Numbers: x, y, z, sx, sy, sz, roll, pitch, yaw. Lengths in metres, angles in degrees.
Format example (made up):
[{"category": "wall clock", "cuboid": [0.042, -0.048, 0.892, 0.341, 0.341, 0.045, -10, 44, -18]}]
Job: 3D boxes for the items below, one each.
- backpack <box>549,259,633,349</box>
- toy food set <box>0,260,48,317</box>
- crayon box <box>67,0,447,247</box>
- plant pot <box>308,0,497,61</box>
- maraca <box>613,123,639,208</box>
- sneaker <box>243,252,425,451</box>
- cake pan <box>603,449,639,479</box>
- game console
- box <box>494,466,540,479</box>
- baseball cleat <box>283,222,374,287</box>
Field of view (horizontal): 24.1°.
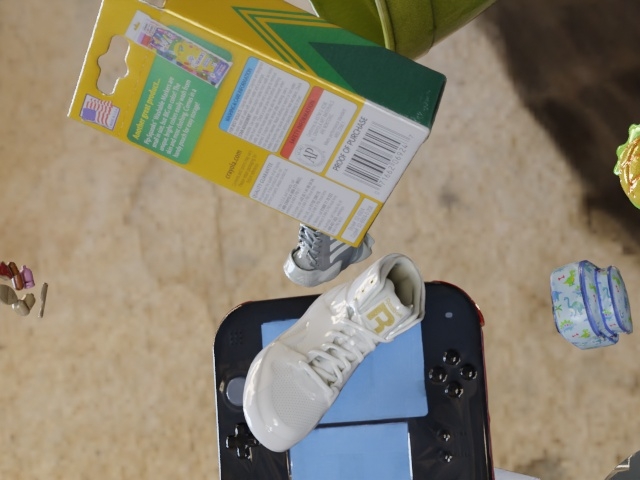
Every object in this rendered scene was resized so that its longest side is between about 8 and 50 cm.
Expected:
[{"category": "backpack", "cuboid": [0.329, 0.074, 1.827, 0.084, 0.105, 0.114, -16, 162, 26]}, {"category": "toy food set", "cuboid": [-0.443, 0.066, 2.172, 0.019, 0.078, 0.122, -8, 152, 26]}, {"category": "crayon box", "cuboid": [-0.065, -0.139, 1.455, 0.323, 0.203, 0.083, 24, -128, -5]}, {"category": "plant pot", "cuboid": [0.156, -0.445, 1.982, 0.353, 0.366, 0.366, -27, -166, -9]}, {"category": "maraca", "cuboid": [0.506, -0.118, 2.304, 0.099, 0.127, 0.185, 21, -158, -24]}, {"category": "sneaker", "cuboid": [0.025, 0.117, 1.782, 0.169, 0.108, 0.292, -36, -167, 40]}, {"category": "cake pan", "cuboid": [0.383, 0.357, 1.724, 0.054, 0.293, 0.293, 29, 178, -20]}, {"category": "game console", "cuboid": [0.039, 0.237, 1.981, 0.386, 0.342, 0.060, -7, 166, 23]}, {"category": "box", "cuboid": [0.229, 0.407, 2.228, 0.130, 0.091, 0.170, 17, 147, -21]}, {"category": "baseball cleat", "cuboid": [0.000, 0.000, 1.665, 0.109, 0.072, 0.206, -40, 152, 0]}]
